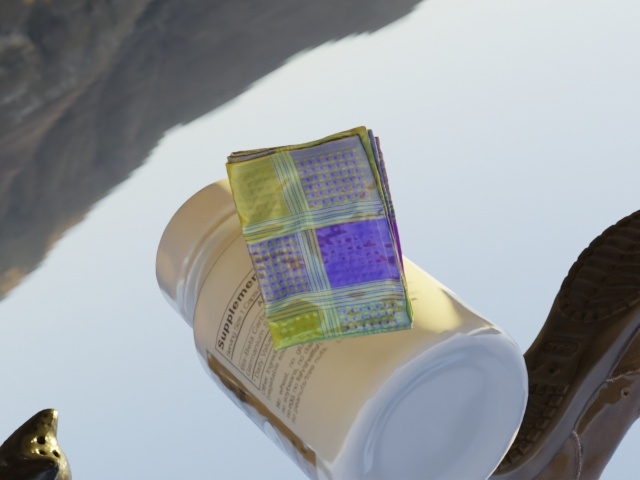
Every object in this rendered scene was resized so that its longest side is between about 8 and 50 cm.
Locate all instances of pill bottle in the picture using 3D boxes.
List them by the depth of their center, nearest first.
[{"bbox_3d":[0.001,0.054,0.871,0.131,0.131,0.229,-33,-139,-18],"label":"pill bottle"}]

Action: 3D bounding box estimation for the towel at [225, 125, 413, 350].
[{"bbox_3d":[0.000,0.000,0.566,0.060,0.083,0.009,-9,-162,12],"label":"towel"}]

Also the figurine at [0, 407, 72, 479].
[{"bbox_3d":[-0.220,0.242,0.995,0.209,0.092,0.215,-53,-149,11],"label":"figurine"}]

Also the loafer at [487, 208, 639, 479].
[{"bbox_3d":[0.288,0.111,1.463,0.366,0.130,0.134,-49,-152,-12],"label":"loafer"}]
